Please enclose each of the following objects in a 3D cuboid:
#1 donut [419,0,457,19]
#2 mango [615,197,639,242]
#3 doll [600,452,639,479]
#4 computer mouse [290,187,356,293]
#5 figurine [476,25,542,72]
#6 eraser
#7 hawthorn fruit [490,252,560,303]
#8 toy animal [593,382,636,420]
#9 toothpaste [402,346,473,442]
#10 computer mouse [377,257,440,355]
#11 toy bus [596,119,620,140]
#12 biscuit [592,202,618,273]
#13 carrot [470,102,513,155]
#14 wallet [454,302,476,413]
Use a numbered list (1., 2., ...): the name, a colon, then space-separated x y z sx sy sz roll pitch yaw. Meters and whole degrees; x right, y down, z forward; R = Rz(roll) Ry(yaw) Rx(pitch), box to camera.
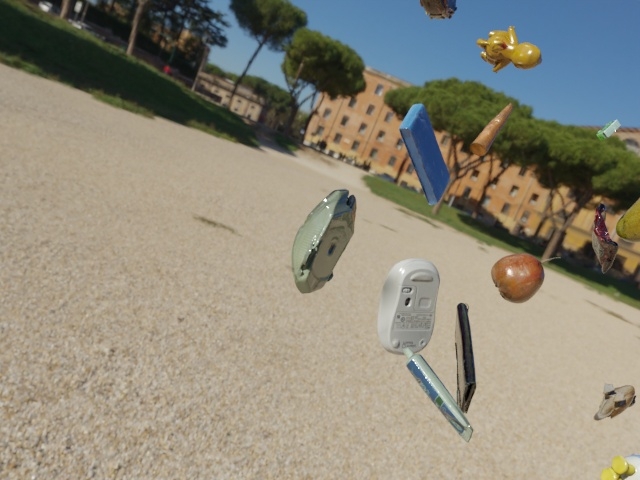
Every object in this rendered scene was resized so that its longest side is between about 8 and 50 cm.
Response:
1. donut: 0.384 -0.873 1.882 0.103 0.270 0.269 -7 -8 30
2. mango: 1.138 -0.107 1.859 0.176 0.329 0.176 52 26 4
3. doll: 0.713 0.521 1.217 0.241 0.135 0.098 17 -10 -32
4. computer mouse: -0.001 -0.003 2.141 0.145 0.429 0.228 23 -8 35
5. figurine: 0.479 -0.487 1.436 0.122 0.121 0.176 -2 28 -44
6. eraser: 0.344 -0.277 1.824 0.042 0.144 0.312 0 -46 37
7. hawthorn fruit: 0.586 0.092 1.653 0.149 0.189 0.149 27 14 -8
8. toy animal: 1.093 0.610 2.081 0.179 0.188 0.089 40 6 -37
9. toothpaste: 0.206 0.269 1.005 0.034 0.057 0.197 -22 51 -18
10. computer mouse: 0.255 0.192 1.688 0.184 0.297 0.121 -1 15 -26
11. toy bus: 0.898 -0.344 1.747 0.031 0.083 0.037 53 -22 -2
12. biscuit: 1.031 -0.014 2.051 0.063 0.235 0.151 -7 -42 18
13. carrot: 0.570 -0.370 1.823 0.057 0.224 0.057 37 -16 12
14. wallet: 0.434 0.358 1.699 0.045 0.172 0.318 3 38 7
